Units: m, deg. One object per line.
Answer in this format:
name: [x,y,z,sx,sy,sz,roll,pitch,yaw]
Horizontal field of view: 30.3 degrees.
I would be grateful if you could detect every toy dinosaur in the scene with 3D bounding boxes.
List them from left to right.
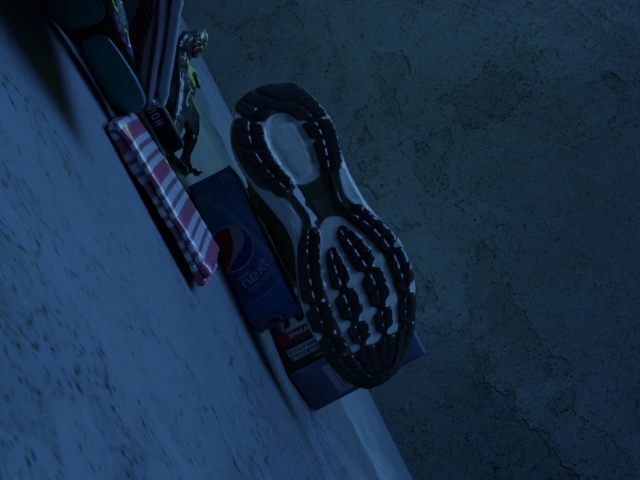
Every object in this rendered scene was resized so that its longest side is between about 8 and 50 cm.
toy dinosaur: [-0.180,-0.153,1.517,0.118,0.064,0.268,102,-12,-52]

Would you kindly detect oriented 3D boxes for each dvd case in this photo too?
dvd case: [-0.229,-0.212,1.395,0.179,0.029,0.239,62,-5,-26]

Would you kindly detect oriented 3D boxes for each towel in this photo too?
towel: [-0.166,-0.307,1.084,0.329,0.037,0.237,-111,-154,-46]
towel: [-0.168,-0.048,1.268,0.197,0.029,0.144,60,2,-9]

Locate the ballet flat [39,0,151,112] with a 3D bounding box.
ballet flat: [-0.227,-0.231,1.211,0.221,0.077,0.079,60,32,-38]

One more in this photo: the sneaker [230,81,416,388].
sneaker: [0.000,0.000,1.563,0.182,0.158,0.410,131,-61,-74]

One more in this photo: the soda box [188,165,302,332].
soda box: [-0.099,0.011,1.568,0.210,0.067,0.071,63,3,18]

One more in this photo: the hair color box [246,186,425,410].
hair color box: [-0.003,0.050,1.786,0.113,0.185,0.374,59,4,-47]
